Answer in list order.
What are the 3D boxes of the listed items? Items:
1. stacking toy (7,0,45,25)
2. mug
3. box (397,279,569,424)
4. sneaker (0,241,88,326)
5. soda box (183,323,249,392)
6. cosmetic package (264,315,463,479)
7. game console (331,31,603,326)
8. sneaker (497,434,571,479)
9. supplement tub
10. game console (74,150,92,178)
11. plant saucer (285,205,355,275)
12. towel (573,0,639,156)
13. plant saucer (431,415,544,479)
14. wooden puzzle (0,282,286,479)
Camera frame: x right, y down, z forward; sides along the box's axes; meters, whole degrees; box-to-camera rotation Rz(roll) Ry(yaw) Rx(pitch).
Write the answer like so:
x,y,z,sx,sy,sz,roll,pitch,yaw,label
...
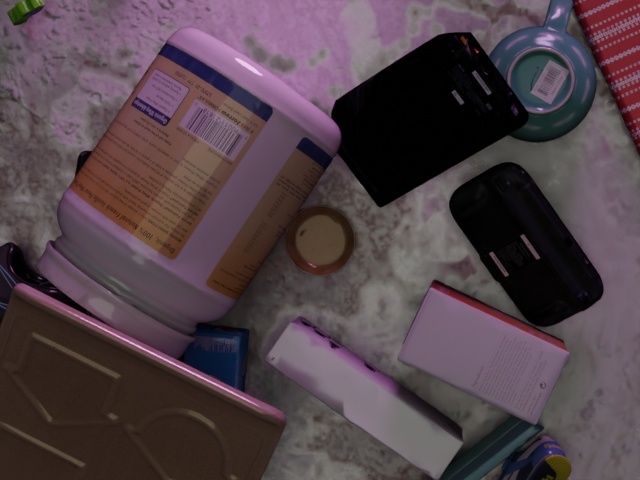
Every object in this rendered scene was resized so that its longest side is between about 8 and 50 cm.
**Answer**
x,y,z,sx,sy,sz,roll,pitch,yaw,label
-0.316,-0.379,1.631,0.221,0.052,0.167,-30,87,9,stacking toy
0.243,-0.190,1.548,0.129,0.097,0.157,-17,91,7,mug
0.184,0.123,1.551,0.170,0.130,0.091,25,96,4,box
-0.313,0.113,1.623,0.267,0.101,0.106,39,93,3,sneaker
-0.129,0.208,1.619,0.067,0.071,0.210,6,93,6,soda box
0.053,0.179,1.584,0.239,0.099,0.060,35,96,3,cosmetic package
0.177,-0.050,1.558,0.213,0.044,0.361,-29,103,35,game console
0.233,0.285,1.595,0.053,0.059,0.144,33,114,-27,sneaker
-0.149,-0.051,1.521,0.228,0.228,0.316,34,90,4,supplement tub
-0.237,-0.038,1.624,0.071,0.107,0.122,12,93,34,game console
0.000,0.000,1.625,0.083,0.015,0.083,0,92,6,plant saucer
0.418,-0.222,1.562,0.199,0.031,0.275,-24,88,9,towel
0.174,0.266,1.595,0.192,0.067,0.018,-41,58,6,plant saucer
-0.228,0.234,1.514,0.322,0.080,0.348,26,121,4,wooden puzzle
